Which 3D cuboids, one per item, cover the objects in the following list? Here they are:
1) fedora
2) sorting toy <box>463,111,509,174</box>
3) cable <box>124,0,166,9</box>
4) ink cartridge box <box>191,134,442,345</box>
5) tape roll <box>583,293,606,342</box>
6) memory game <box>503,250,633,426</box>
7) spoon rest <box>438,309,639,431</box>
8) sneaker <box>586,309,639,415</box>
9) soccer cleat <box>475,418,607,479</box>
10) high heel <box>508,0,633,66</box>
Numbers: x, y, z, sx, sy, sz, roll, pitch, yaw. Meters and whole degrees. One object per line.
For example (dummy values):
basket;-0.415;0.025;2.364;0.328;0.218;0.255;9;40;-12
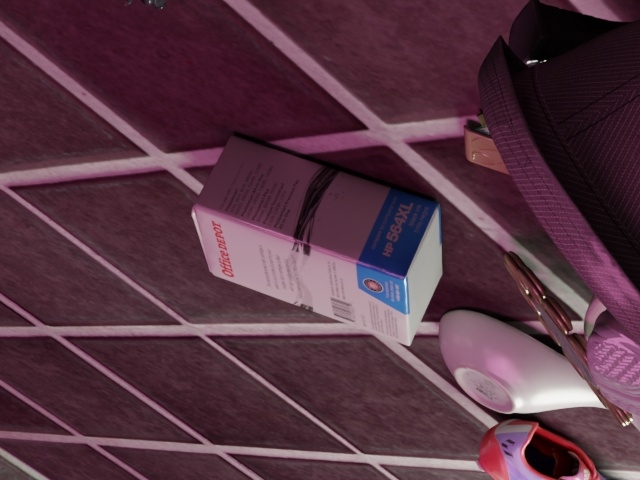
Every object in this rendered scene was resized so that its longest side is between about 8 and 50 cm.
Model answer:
fedora;0.209;-0.037;1.171;0.124;0.243;0.275;-34;140;16
sorting toy;0.141;-0.075;1.569;0.062;0.012;0.083;24;162;15
cable;-0.180;-0.243;1.491;0.151;0.047;0.184;26;161;11
ink cartridge box;0.000;0.000;1.784;0.203;0.086;0.148;20;157;13
tape roll;0.408;0.103;1.621;0.392;0.072;0.392;22;158;9
memory game;0.214;0.085;1.723;0.186;0.012;0.186;55;180;1
spoon rest;0.232;0.153;1.929;0.276;0.084;0.137;37;157;5
sneaker;0.265;0.012;1.439;0.101;0.153;0.268;17;145;16
soccer cleat;0.277;0.269;2.122;0.248;0.083;0.095;36;151;-19
high heel;0.258;-0.162;1.209;0.186;0.093;0.261;10;152;-26
